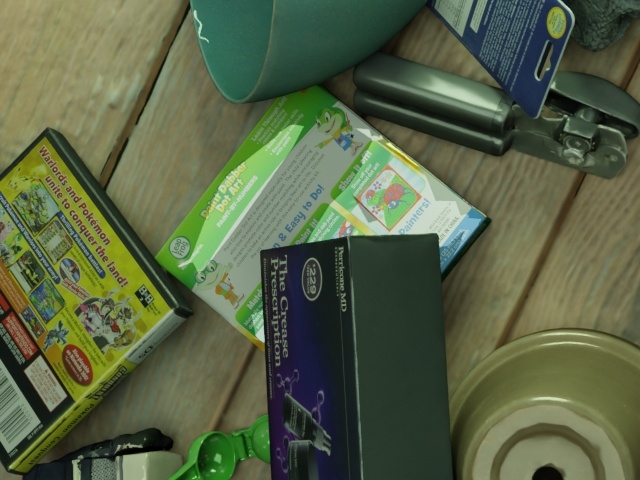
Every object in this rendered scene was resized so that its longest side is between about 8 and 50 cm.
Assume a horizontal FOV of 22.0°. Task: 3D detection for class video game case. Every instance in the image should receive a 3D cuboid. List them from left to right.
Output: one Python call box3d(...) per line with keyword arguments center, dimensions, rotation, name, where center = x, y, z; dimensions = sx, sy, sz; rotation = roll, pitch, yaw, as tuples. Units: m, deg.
box3d(center=(-0.293, 0.060, 1.698), dimensions=(0.248, 0.035, 0.275), rotation=(-44, 61, 9), name="video game case")

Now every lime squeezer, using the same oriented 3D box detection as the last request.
box3d(center=(-0.066, 0.207, 1.640), dimensions=(0.310, 0.110, 0.059), rotation=(-16, 85, -18), name="lime squeezer")

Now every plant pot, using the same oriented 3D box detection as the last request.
box3d(center=(0.000, -0.284, 1.578), dimensions=(0.195, 0.290, 0.290), rotation=(-7, 85, -19), name="plant pot")
box3d(center=(0.216, 0.211, 1.502), dimensions=(0.263, 0.229, 0.263), rotation=(-1, 88, 15), name="plant pot")

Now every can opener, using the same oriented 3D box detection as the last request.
box3d(center=(0.175, -0.137, 1.621), dimensions=(0.283, 0.076, 0.095), rotation=(19, 60, 15), name="can opener")

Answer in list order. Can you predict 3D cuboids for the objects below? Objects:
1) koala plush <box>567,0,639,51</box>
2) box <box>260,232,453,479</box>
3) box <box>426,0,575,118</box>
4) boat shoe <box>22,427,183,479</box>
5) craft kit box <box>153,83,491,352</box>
box3d(center=(0.323, -0.285, 1.545), dimensions=(0.221, 0.203, 0.196), rotation=(-18, 70, -8), name="koala plush")
box3d(center=(0.030, 0.130, 1.513), dimensions=(0.103, 0.184, 0.261), rotation=(-1, 86, -30), name="box")
box3d(center=(0.166, -0.234, 1.558), dimensions=(0.036, 0.136, 0.225), rotation=(-19, 56, -28), name="box")
box3d(center=(-0.216, 0.368, 1.667), dimensions=(0.158, 0.127, 0.340), rotation=(-8, 78, 20), name="boat shoe")
box3d(center=(0.000, 0.000, 1.656), dimensions=(0.246, 0.061, 0.250), rotation=(40, 97, 10), name="craft kit box")
